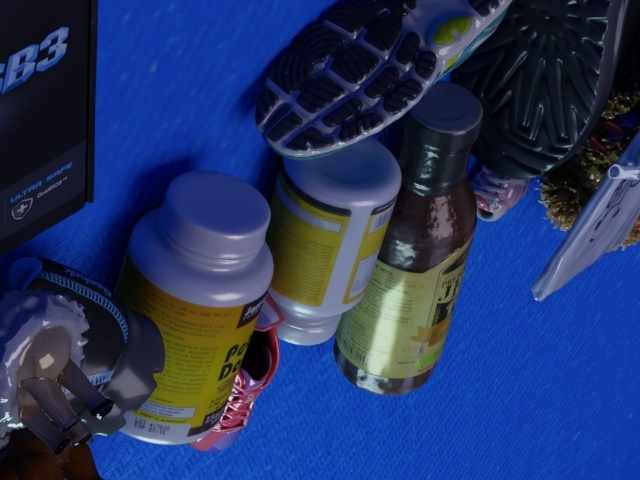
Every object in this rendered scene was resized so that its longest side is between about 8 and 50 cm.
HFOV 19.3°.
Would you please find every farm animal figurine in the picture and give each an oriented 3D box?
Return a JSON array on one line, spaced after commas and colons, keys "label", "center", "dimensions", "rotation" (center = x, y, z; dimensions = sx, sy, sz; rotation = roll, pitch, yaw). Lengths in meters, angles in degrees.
[{"label": "farm animal figurine", "center": [-0.308, 0.164, 1.200], "dimensions": [0.330, 0.172, 0.327], "rotation": [-34, 166, -25]}]

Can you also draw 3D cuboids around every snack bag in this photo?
[{"label": "snack bag", "center": [0.331, -0.096, 1.767], "dimensions": [0.342, 0.037, 0.323], "rotation": [-58, 167, 21]}]

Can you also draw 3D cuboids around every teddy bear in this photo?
[{"label": "teddy bear", "center": [0.360, -0.133, 1.961], "dimensions": [0.338, 0.113, 0.245], "rotation": [-44, 127, -1]}]

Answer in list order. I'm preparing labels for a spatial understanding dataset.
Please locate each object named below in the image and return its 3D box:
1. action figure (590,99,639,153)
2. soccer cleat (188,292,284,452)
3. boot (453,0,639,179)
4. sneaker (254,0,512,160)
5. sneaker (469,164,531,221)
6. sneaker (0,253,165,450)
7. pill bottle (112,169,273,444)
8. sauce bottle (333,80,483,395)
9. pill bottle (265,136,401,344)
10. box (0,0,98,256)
[{"label": "action figure", "center": [0.281, -0.105, 1.711], "dimensions": [0.038, 0.030, 0.115], "rotation": [-56, 168, 32]}, {"label": "soccer cleat", "center": [-0.080, 0.120, 1.667], "dimensions": [0.083, 0.095, 0.248], "rotation": [-30, 146, -31]}, {"label": "boot", "center": [0.338, -0.275, 1.773], "dimensions": [0.445, 0.146, 0.367], "rotation": [-30, 149, -42]}, {"label": "sneaker", "center": [0.062, -0.142, 1.546], "dimensions": [0.275, 0.107, 0.110], "rotation": [-37, 160, -25]}, {"label": "sneaker", "center": [0.182, -0.068, 1.880], "dimensions": [0.070, 0.051, 0.134], "rotation": [-42, 157, -28]}, {"label": "sneaker", "center": [-0.280, 0.152, 1.414], "dimensions": [0.341, 0.125, 0.139], "rotation": [-47, 126, 0]}, {"label": "pill bottle", "center": [-0.108, 0.053, 1.509], "dimensions": [0.117, 0.117, 0.215], "rotation": [-22, 142, -44]}, {"label": "sauce bottle", "center": [0.086, 0.002, 1.755], "dimensions": [0.111, 0.111, 0.344], "rotation": [-32, 150, -32]}, {"label": "pill bottle", "center": [0.000, 0.000, 1.627], "dimensions": [0.103, 0.103, 0.184], "rotation": [-25, 145, -41]}, {"label": "box", "center": [-0.269, -0.073, 1.148], "dimensions": [0.295, 0.073, 0.293], "rotation": [-32, 150, -32]}]
